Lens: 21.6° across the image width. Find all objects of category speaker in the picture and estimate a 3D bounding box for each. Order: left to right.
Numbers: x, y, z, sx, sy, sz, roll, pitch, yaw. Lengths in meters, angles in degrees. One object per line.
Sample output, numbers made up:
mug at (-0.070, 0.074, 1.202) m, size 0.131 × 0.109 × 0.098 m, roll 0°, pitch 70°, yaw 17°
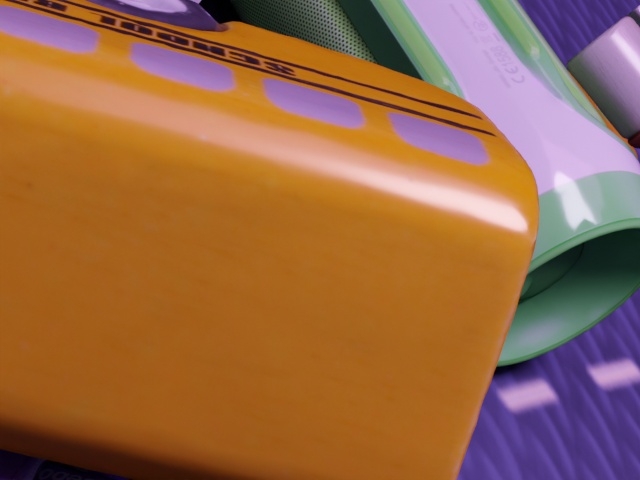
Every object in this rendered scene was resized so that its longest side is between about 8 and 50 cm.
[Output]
speaker at (0.042, -0.088, 0.807) m, size 0.131 × 0.131 × 0.296 m, roll 3°, pitch 48°, yaw -47°

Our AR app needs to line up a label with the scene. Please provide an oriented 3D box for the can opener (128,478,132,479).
can opener at (-0.082, 0.041, 0.574) m, size 0.059 × 0.073 × 0.186 m, roll 23°, pitch 26°, yaw -19°

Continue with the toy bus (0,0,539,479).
toy bus at (-0.123, -0.024, 0.435) m, size 0.333 × 0.108 × 0.130 m, roll 15°, pitch 17°, yaw -11°

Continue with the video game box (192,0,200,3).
video game box at (-0.162, -0.202, 0.795) m, size 0.205 × 0.048 × 0.187 m, roll 15°, pitch 42°, yaw -39°

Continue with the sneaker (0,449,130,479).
sneaker at (-0.105, 0.080, 0.451) m, size 0.236 × 0.104 × 0.095 m, roll 40°, pitch 33°, yaw 1°

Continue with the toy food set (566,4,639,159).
toy food set at (0.167, -0.056, 0.877) m, size 0.111 × 0.232 × 0.104 m, roll -38°, pitch 89°, yaw -23°
